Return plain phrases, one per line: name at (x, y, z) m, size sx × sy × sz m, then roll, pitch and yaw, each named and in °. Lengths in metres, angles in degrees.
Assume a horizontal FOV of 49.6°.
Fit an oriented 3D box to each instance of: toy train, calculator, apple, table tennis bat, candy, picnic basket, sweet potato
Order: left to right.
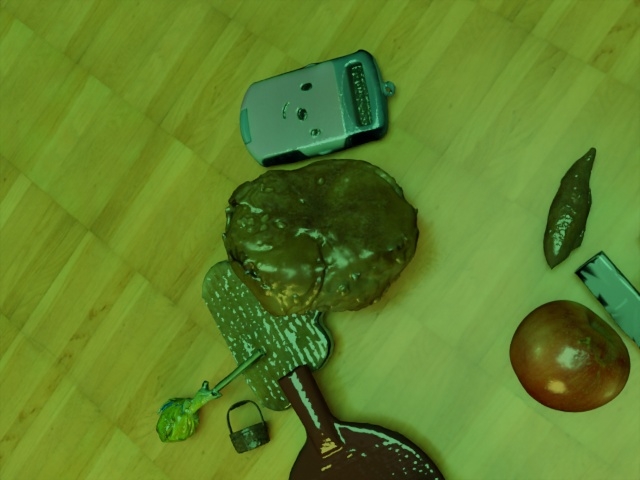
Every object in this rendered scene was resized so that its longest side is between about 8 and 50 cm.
candy at (-0.190, 0.262, 1.192) m, size 0.262 × 0.073 × 0.077 m, roll -41°, pitch 50°, yaw 21°
picnic basket at (-0.128, 0.317, 1.187) m, size 0.072 × 0.072 × 0.083 m, roll -23°, pitch 77°, yaw 14°
calculator at (-0.008, -0.231, 1.232) m, size 0.293 × 0.051 × 0.173 m, roll -13°, pitch 78°, yaw 16°
table tennis bat at (0.053, 0.391, 1.103) m, size 0.268 × 0.051 × 0.415 m, roll -31°, pitch 84°, yaw 13°
apple at (0.358, 0.170, 1.007) m, size 0.163 × 0.163 × 0.139 m, roll 48°, pitch 115°, yaw 18°
sweet potato at (0.391, -0.050, 1.079) m, size 0.068 × 0.060 × 0.206 m, roll 18°, pitch 86°, yaw -18°
toy train at (0.482, 0.129, 1.030) m, size 0.055 × 0.048 × 0.252 m, roll -41°, pitch 78°, yaw 19°

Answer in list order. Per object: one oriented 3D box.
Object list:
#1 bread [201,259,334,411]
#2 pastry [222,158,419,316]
bread at (-0.076, 0.140, 1.199) m, size 0.207 × 0.056 × 0.286 m, roll -30°, pitch 78°, yaw 13°
pastry at (0.000, 0.000, 1.119) m, size 0.311 × 0.162 × 0.255 m, roll -6°, pitch 63°, yaw -7°
